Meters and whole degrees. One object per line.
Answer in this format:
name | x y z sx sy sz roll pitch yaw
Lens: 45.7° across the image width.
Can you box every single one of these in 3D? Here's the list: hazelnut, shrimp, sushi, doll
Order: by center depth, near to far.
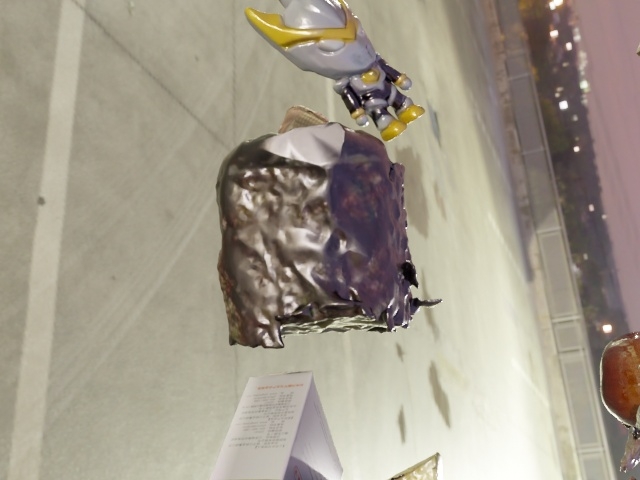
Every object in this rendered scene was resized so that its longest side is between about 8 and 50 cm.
sushi | -0.001 0.002 1.121 0.299 0.281 0.294 6 74 -60
doll | 0.025 -0.287 1.176 0.316 0.145 0.103 48 -5 -1
shrimp | 0.532 0.312 1.249 0.126 0.047 0.223 -47 145 -22
hazelnut | 0.694 0.289 1.563 0.252 0.217 0.217 18 59 -43

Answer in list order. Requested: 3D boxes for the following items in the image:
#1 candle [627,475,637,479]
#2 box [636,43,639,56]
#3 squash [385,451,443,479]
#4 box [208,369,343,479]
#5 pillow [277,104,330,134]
candle | 0.497 0.480 1.334 0.021 0.167 0.026 48 -3 -30
box | 0.730 -0.436 1.646 0.024 0.083 0.053 38 60 -12
squash | 0.166 0.465 1.120 0.252 0.169 0.093 62 13 17
box | -0.059 0.346 1.009 0.299 0.106 0.200 -72 151 -58
pillow | -0.057 -0.133 1.336 0.034 0.135 0.211 19 100 -47
